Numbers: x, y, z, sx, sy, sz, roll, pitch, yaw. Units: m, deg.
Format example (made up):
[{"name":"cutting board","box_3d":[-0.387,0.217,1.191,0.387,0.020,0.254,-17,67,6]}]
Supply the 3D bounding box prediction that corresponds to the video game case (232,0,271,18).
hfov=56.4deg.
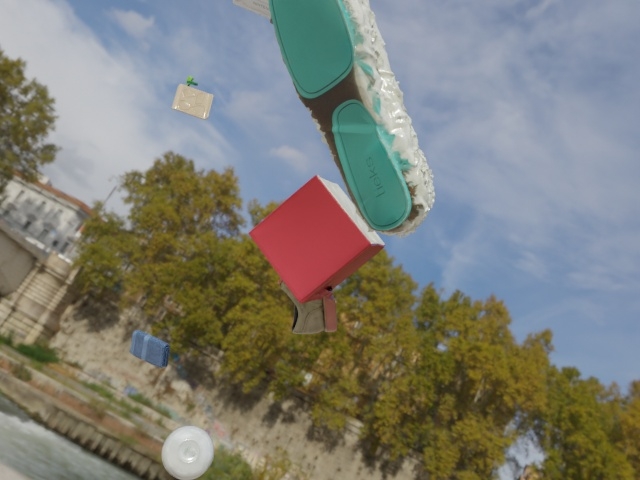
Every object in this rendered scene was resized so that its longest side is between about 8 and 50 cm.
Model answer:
[{"name":"video game case","box_3d":[-0.052,-0.396,0.863,0.143,0.019,0.157,27,-51,11]}]

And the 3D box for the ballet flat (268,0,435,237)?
[{"name":"ballet flat","box_3d":[0.050,-0.202,0.816,0.147,0.147,0.409,-13,-80,60]}]

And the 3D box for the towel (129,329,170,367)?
[{"name":"towel","box_3d":[-0.421,0.267,1.473,0.119,0.067,0.029,16,8,32]}]

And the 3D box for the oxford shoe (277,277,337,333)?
[{"name":"oxford shoe","box_3d":[-0.044,0.075,1.470,0.130,0.348,0.123,-11,11,-5]}]

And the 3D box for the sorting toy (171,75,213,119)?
[{"name":"sorting toy","box_3d":[-0.216,-0.246,1.020,0.062,0.083,0.012,14,-31,-13]}]

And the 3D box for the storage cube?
[{"name":"storage cube","box_3d":[0.000,0.000,1.285,0.215,0.193,0.183,52,11,11]}]

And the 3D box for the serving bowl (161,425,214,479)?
[{"name":"serving bowl","box_3d":[-0.210,0.337,0.952,0.083,0.083,0.027,29,-28,-2]}]
